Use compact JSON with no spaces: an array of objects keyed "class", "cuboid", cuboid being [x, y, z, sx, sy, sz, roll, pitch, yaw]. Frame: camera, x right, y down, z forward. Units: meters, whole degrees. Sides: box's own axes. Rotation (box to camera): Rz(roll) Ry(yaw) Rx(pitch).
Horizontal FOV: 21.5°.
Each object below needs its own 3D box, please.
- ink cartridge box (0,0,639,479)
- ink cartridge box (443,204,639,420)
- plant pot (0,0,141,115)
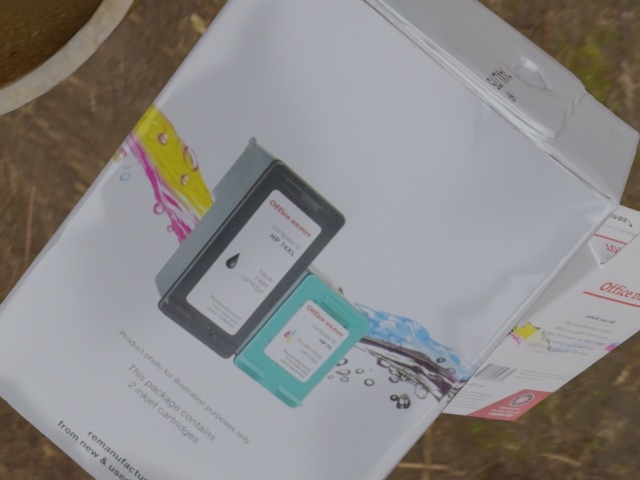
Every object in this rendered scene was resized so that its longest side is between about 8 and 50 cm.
[{"class":"ink cartridge box","cuboid":[0.000,0.000,0.858,0.197,0.198,0.270,40,108,2]},{"class":"ink cartridge box","cuboid":[0.149,0.032,1.063,0.115,0.198,0.067,14,44,-50]},{"class":"plant pot","cuboid":[-0.061,-0.188,0.405,0.237,0.237,0.254,48,45,-3]}]
